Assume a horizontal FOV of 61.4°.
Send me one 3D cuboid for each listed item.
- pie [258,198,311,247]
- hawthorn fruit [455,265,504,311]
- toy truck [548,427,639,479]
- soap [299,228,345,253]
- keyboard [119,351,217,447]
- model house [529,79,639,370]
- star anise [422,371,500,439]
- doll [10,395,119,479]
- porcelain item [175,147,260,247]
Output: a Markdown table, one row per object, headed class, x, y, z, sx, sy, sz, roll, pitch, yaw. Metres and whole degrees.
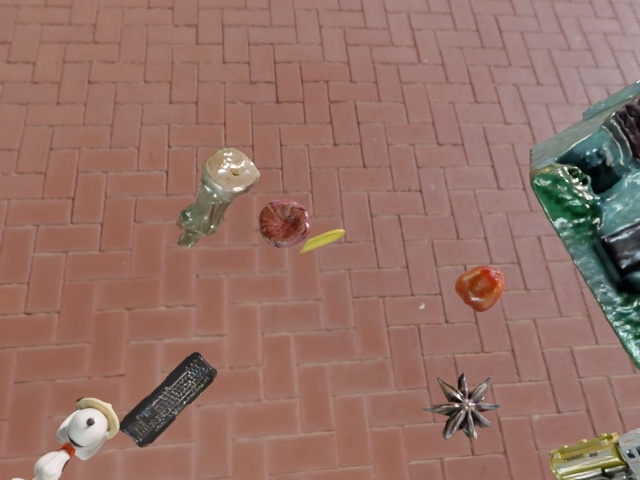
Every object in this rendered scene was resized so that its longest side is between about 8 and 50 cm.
| class | x | y | z | sx | sy | sz | roll | pitch | yaw |
| --- | --- | --- | --- | --- | --- | --- | --- | --- | --- |
| pie | -0.103 | -0.049 | 1.536 | 0.154 | 0.038 | 0.153 | 0 | 87 | -1 |
| hawthorn fruit | 0.476 | 0.137 | 1.599 | 0.133 | 0.133 | 0.138 | 47 | 110 | 14 |
| toy truck | 0.315 | 0.241 | 0.582 | 0.052 | 0.123 | 0.062 | 9 | 53 | -45 |
| soap | 0.000 | 0.000 | 1.738 | 0.169 | 0.089 | 0.033 | -22 | 78 | 11 |
| keyboard | -0.384 | 0.407 | 1.378 | 0.262 | 0.016 | 0.106 | -44 | 115 | -17 |
| model house | 0.408 | -0.039 | 0.596 | 0.280 | 0.249 | 0.230 | 57 | 28 | -6 |
| star anise | 0.366 | 0.431 | 1.405 | 0.181 | 0.061 | 0.204 | 19 | 58 | 13 |
| doll | -0.657 | 0.533 | 1.390 | 0.144 | 0.208 | 0.271 | 40 | 71 | 1 |
| porcelain item | -0.176 | -0.046 | 0.819 | 0.069 | 0.216 | 0.081 | 45 | 44 | -1 |
